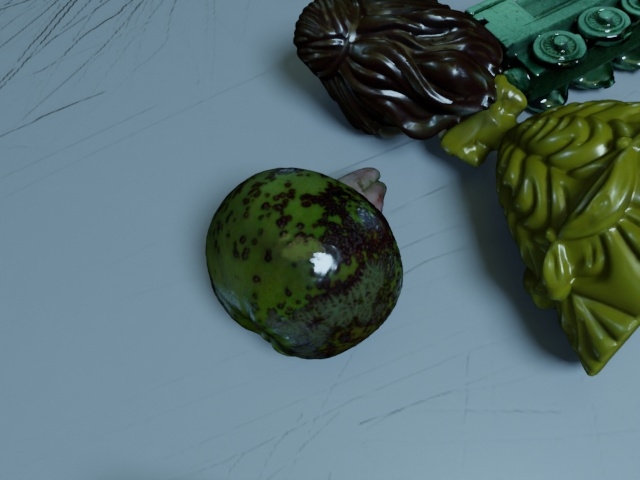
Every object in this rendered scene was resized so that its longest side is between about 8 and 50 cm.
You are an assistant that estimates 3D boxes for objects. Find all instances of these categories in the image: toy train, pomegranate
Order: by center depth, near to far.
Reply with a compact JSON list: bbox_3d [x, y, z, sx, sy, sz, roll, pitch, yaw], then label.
[{"bbox_3d":[-0.003,0.012,0.406,0.138,0.163,0.126,20,108,27],"label":"pomegranate"},{"bbox_3d":[0.213,-0.181,0.489,0.170,0.071,0.111,-28,61,-8],"label":"toy train"}]

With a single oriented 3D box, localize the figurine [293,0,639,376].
[{"bbox_3d":[0.127,-0.083,0.419,0.168,0.187,0.315,-26,56,-36],"label":"figurine"}]
